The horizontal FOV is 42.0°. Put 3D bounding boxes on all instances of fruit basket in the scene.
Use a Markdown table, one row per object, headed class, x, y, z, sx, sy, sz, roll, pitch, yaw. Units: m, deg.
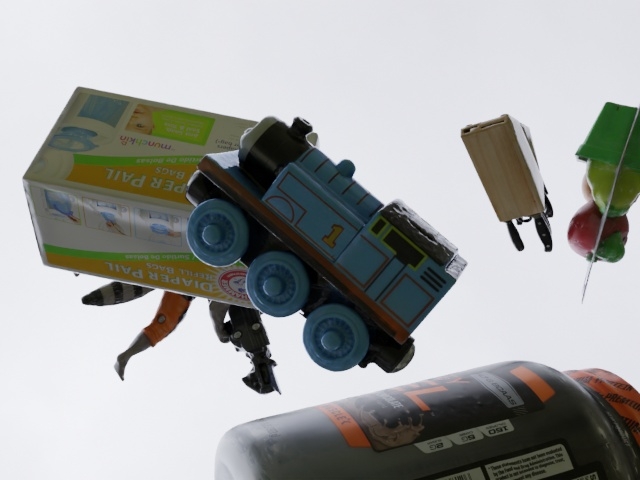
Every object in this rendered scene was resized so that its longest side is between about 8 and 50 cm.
| class | x | y | z | sx | sy | sz | roll | pitch | yaw |
| --- | --- | --- | --- | --- | --- | --- | --- | --- | --- |
| fruit basket | 0.539 | -0.066 | 1.529 | 0.165 | 0.327 | 0.353 | 10 | -86 | 17 |

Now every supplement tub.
| class | x | y | z | sx | sy | sz | roll | pitch | yaw |
| --- | --- | --- | --- | --- | --- | --- | --- | --- | --- |
| supplement tub | 0.099 | 0.214 | 0.667 | 0.337 | 0.207 | 0.207 | -9 | -96 | -20 |

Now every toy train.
| class | x | y | z | sx | sy | sz | roll | pitch | yaw |
| --- | --- | --- | --- | --- | --- | --- | --- | --- | --- |
| toy train | 0.000 | 0.000 | 0.525 | 0.184 | 0.080 | 0.105 | 41 | -74 | 8 |

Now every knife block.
| class | x | y | z | sx | sy | sz | roll | pitch | yaw |
| --- | --- | --- | --- | --- | --- | --- | --- | --- | --- |
| knife block | 0.355 | -0.091 | 1.525 | 0.275 | 0.088 | 0.242 | 1 | -106 | -65 |

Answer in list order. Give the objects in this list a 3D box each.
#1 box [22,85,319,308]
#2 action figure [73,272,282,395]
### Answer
| class | x | y | z | sx | sy | sz | roll | pitch | yaw |
| --- | --- | --- | --- | --- | --- | --- | --- | --- | --- |
| box | -0.111 | -0.032 | 0.664 | 0.203 | 0.103 | 0.114 | 11 | -131 | 2 |
| action figure | -0.178 | 0.087 | 1.274 | 0.330 | 0.179 | 0.341 | -24 | -118 | -12 |
